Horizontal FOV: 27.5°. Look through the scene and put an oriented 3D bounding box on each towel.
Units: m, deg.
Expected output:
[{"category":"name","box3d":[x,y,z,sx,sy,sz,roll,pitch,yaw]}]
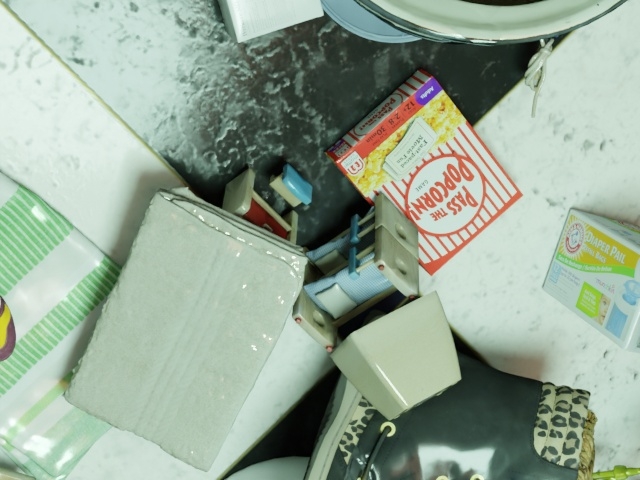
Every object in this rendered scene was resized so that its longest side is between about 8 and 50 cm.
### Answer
[{"category":"towel","box3d":[-0.144,0.095,1.398,0.187,0.049,0.282,27,107,-1]},{"category":"towel","box3d":[-0.326,0.097,1.421,0.248,0.038,0.325,-45,116,0]}]

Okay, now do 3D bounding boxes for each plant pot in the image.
[{"category":"plant pot","box3d":[0.089,0.131,1.402,0.109,0.109,0.096,-26,80,-19]}]

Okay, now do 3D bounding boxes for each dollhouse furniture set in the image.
[{"category":"dollhouse furniture set","box3d":[0.000,0.000,1.417,0.129,0.129,0.184,-34,118,24]}]

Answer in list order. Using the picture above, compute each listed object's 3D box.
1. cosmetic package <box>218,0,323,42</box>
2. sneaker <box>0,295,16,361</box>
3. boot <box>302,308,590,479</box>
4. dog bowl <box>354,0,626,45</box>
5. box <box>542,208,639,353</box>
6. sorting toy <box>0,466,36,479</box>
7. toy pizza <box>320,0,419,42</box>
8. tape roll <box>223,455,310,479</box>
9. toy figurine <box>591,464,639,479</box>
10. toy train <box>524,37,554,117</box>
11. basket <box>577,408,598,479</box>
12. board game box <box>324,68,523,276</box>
[{"category":"cosmetic package","box3d":[-0.077,-0.333,1.335,0.099,0.060,0.239,-20,113,-13]},{"category":"sneaker","box3d":[-0.362,0.056,1.327,0.070,0.084,0.185,-26,115,-9]},{"category":"boot","box3d":[0.129,0.279,1.446,0.284,0.377,0.138,16,150,7]},{"category":"dog bowl","box3d":[0.150,-0.376,1.274,0.408,0.150,0.408,0,86,-5]},{"category":"box","box3d":[0.365,0.050,1.537,0.103,0.203,0.114,12,103,-22]},{"category":"sorting toy","box3d":[-0.407,0.296,1.453,0.132,0.046,0.274,22,111,-24]},{"category":"toy pizza","box3d":[0.080,-0.311,1.383,0.201,0.032,0.201,1,99,7]},{"category":"tape roll","box3d":[-0.035,0.411,1.593,0.286,0.100,0.286,-6,111,-17]},{"category":"toy figurine","box3d":[0.517,0.247,1.702,0.362,0.191,0.217,29,63,-40]},{"category":"toy train","box3d":[0.203,-0.266,1.435,0.143,0.105,0.248,10,106,-10]},{"category":"basket","box3d":[0.234,0.378,1.674,0.214,0.223,0.299,4,111,15]},{"category":"board game box","box3d":[0.121,-0.076,1.500,0.147,0.045,0.193,-42,116,0]}]
